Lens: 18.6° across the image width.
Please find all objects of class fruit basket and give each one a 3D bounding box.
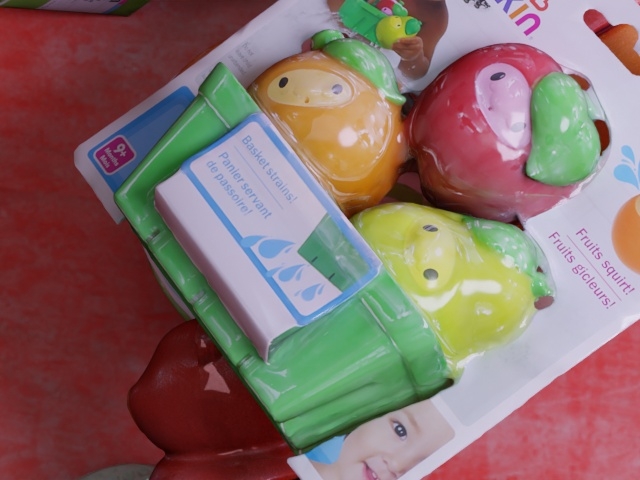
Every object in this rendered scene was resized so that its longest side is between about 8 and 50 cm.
[{"bbox_3d":[0.062,-0.047,1.220,0.353,0.165,0.327,-37,67,1],"label":"fruit basket"}]

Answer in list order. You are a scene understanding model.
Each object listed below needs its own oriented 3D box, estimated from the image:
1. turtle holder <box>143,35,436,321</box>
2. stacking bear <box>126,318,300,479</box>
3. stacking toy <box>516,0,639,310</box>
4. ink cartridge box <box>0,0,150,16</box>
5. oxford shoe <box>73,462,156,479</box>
[{"bbox_3d":[-0.019,-0.005,1.443,0.243,0.227,0.320,-1,78,-2],"label":"turtle holder"},{"bbox_3d":[-0.057,0.192,1.334,0.164,0.175,0.289,-7,95,19],"label":"stacking bear"},{"bbox_3d":[0.188,-0.211,1.423,0.351,0.350,0.480,-29,82,-7],"label":"stacking toy"},{"bbox_3d":[-0.142,-0.280,1.573,0.255,0.097,0.188,0,76,-36],"label":"ink cartridge box"},{"bbox_3d":[-0.218,0.366,1.422,0.169,0.130,0.449,13,63,28],"label":"oxford shoe"}]
